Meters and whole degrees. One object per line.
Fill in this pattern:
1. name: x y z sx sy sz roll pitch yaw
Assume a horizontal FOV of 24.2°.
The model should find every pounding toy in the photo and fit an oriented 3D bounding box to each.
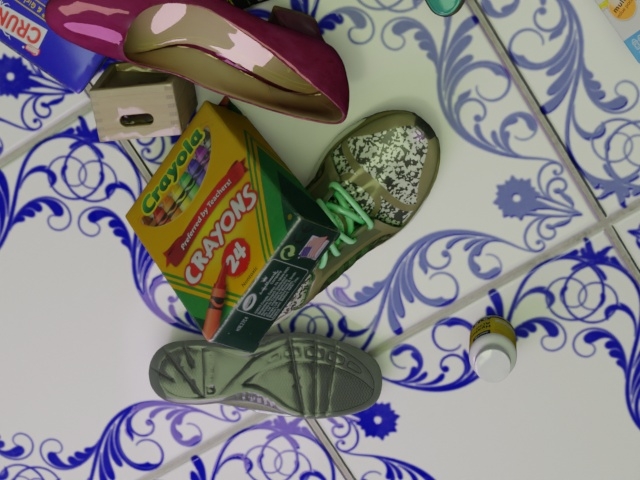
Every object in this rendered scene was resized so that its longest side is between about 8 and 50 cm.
1. pounding toy: -0.239 -0.175 1.949 0.141 0.130 0.100 -5 115 10

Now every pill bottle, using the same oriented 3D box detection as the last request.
1. pill bottle: 0.232 0.148 2.009 0.065 0.116 0.065 2 106 5

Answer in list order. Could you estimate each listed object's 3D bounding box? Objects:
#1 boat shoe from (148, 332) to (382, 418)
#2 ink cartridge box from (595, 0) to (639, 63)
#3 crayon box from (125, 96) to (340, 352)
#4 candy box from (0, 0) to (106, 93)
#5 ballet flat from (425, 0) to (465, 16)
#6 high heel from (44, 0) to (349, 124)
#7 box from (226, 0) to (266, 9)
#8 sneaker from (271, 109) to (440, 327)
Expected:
1. boat shoe: -0.075 0.186 2.075 0.320 0.103 0.118 0 87 1
2. ink cartridge box: 0.391 -0.326 1.850 0.104 0.061 0.181 -36 89 35
3. crayon box: -0.130 -0.035 1.910 0.081 0.318 0.202 20 113 -44
4. candy box: -0.325 -0.395 1.908 0.268 0.122 0.317 35 106 -6
5. ballet flat: 0.152 -0.387 1.883 0.074 0.074 0.203 -8 106 9
6. high heel: -0.143 -0.230 1.830 0.377 0.181 0.127 1 133 -22
7. box: -0.073 -0.364 1.861 0.184 0.191 0.045 -14 68 12
8. sneaker: 0.000 0.000 1.956 0.158 0.182 0.410 43 107 -7
